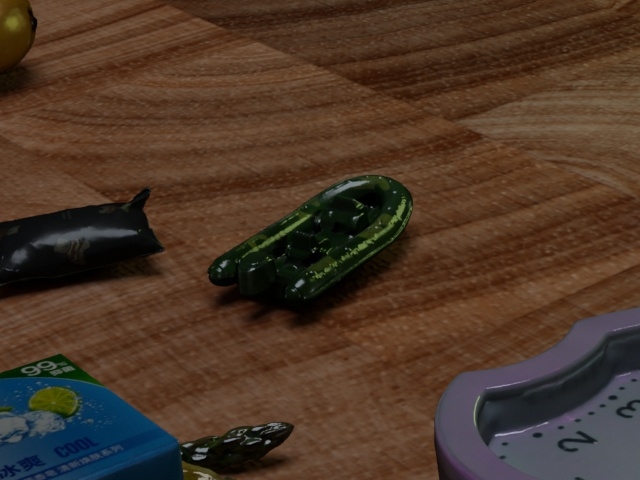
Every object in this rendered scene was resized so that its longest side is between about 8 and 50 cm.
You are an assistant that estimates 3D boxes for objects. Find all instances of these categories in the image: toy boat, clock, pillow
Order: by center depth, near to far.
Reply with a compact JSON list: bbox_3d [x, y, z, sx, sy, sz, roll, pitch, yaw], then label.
[{"bbox_3d":[0.234,0.156,1.053,0.338,0.102,0.338,-4,26,2],"label":"clock"},{"bbox_3d":[0.000,0.000,1.463,0.104,0.052,0.210,12,31,35],"label":"toy boat"},{"bbox_3d":[-0.208,0.000,1.502,0.150,0.048,0.090,-13,19,-8],"label":"pillow"}]

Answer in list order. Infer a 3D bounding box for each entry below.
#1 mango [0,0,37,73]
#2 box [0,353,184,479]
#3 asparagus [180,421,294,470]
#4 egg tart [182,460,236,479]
[{"bbox_3d":[-0.428,-0.207,1.900,0.262,0.109,0.157,-11,36,-3],"label":"mango"},{"bbox_3d":[-0.189,0.141,0.969,0.194,0.073,0.139,-18,29,-32],"label":"box"},{"bbox_3d":[-0.134,0.145,1.207,0.236,0.034,0.027,-4,8,-3],"label":"asparagus"},{"bbox_3d":[-0.142,0.207,1.025,0.279,0.095,0.279,1,23,0],"label":"egg tart"}]
